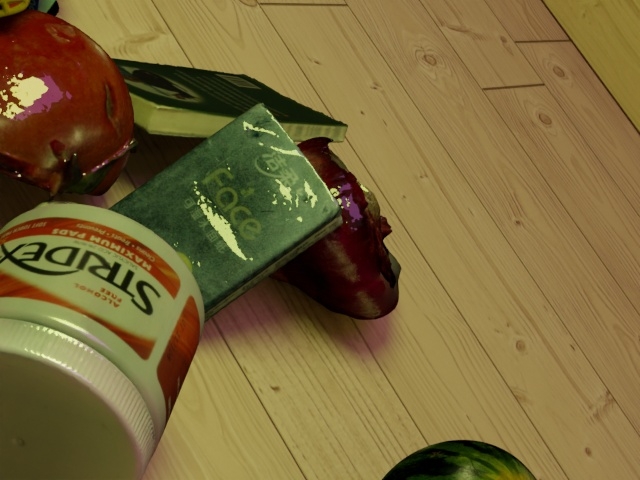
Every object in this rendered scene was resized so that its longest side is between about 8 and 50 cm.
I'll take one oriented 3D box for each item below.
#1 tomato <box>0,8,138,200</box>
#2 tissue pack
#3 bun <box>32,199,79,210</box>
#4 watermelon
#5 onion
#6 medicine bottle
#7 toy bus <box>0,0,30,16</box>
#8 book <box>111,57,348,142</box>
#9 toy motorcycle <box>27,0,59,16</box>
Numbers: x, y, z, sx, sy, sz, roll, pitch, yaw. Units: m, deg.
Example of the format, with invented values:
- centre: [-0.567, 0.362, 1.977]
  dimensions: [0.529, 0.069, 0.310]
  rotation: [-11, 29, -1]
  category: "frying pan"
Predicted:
- centre: [-0.345, -0.191, 1.565]
  dimensions: [0.309, 0.170, 0.309]
  rotation: [39, 7, -5]
  category: "tomato"
- centre: [-0.124, -0.028, 1.651]
  dimensions: [0.185, 0.257, 0.081]
  rotation: [53, -6, 11]
  category: "tissue pack"
- centre: [-0.287, 0.038, 1.529]
  dimensions: [0.183, 0.102, 0.183]
  rotation: [41, 14, -12]
  category: "bun"
- centre: [0.169, 0.374, 1.538]
  dimensions: [0.269, 0.269, 0.269]
  rotation: [27, 40, -25]
  category: "watermelon"
- centre: [0.000, 0.000, 1.818]
  dimensions: [0.272, 0.195, 0.272]
  rotation: [-24, 90, -86]
  category: "onion"
- centre: [-0.267, 0.124, 1.336]
  dimensions: [0.252, 0.252, 0.241]
  rotation: [35, 37, -15]
  category: "medicine bottle"
- centre: [-0.382, -0.350, 1.510]
  dimensions: [0.145, 0.151, 0.331]
  rotation: [-5, 21, 4]
  category: "toy bus"
- centre: [-0.172, -0.201, 1.833]
  dimensions: [0.371, 0.043, 0.260]
  rotation: [0, 23, -46]
  category: "book"
- centre: [-0.437, -0.366, 1.765]
  dimensions: [0.196, 0.125, 0.331]
  rotation: [32, 42, -20]
  category: "toy motorcycle"
